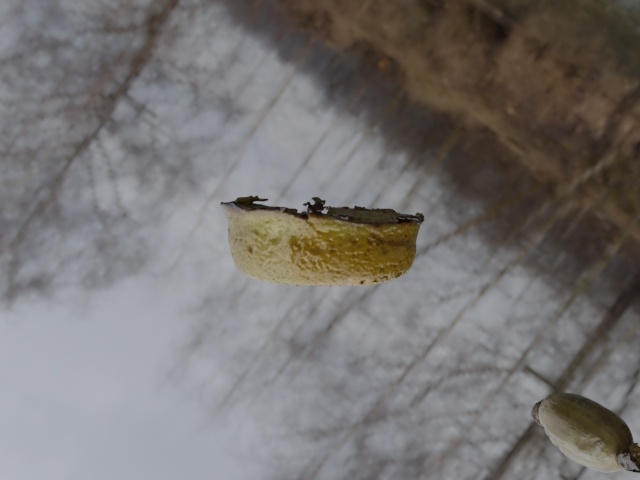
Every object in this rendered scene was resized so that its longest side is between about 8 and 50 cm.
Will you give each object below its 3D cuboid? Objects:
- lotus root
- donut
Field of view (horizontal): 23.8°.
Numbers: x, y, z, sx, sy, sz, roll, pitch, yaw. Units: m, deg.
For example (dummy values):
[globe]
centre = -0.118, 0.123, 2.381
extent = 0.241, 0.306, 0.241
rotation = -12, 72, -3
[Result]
[lotus root]
centre = 0.277, 0.197, 1.559
extent = 0.150, 0.062, 0.073
rotation = 28, 155, 47
[donut]
centre = 0.009, 0.001, 1.318
extent = 0.181, 0.078, 0.146
rotation = 2, -176, -45
